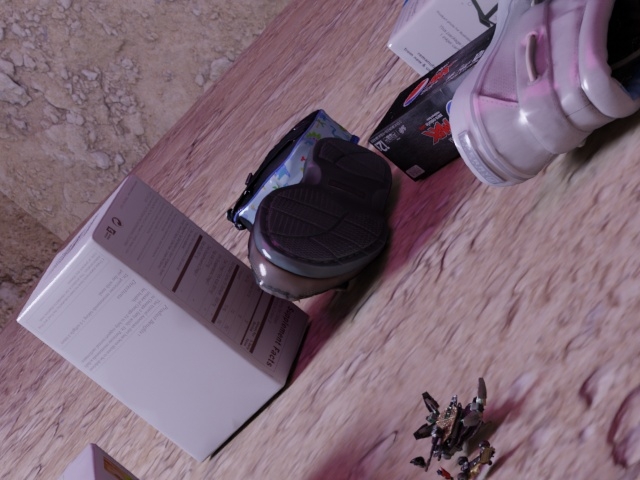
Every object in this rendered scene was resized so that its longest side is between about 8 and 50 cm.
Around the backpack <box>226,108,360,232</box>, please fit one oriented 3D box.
[{"bbox_3d":[-0.012,-0.052,1.477,0.114,0.084,0.105,-51,7,25],"label":"backpack"}]

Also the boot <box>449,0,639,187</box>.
[{"bbox_3d":[0.173,-0.136,1.057,0.123,0.095,0.258,-25,27,37],"label":"boot"}]

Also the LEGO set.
[{"bbox_3d":[0.069,0.099,0.831,0.054,0.023,0.083,-47,24,27],"label":"LEGO set"}]

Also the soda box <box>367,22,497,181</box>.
[{"bbox_3d":[0.105,-0.104,1.264,0.060,0.053,0.169,-55,12,-29],"label":"soda box"}]

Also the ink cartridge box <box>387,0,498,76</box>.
[{"bbox_3d":[0.160,-0.226,1.370,0.203,0.086,0.148,-45,12,31],"label":"ink cartridge box"}]

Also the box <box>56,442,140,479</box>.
[{"bbox_3d":[-0.117,0.208,0.945,0.103,0.114,0.203,-49,11,0],"label":"box"}]

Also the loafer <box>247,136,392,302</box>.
[{"bbox_3d":[0.000,0.000,1.303,0.267,0.096,0.084,-58,-8,-66],"label":"loafer"}]

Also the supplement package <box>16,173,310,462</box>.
[{"bbox_3d":[-0.115,0.058,1.268,0.105,0.179,0.105,-44,12,28],"label":"supplement package"}]
